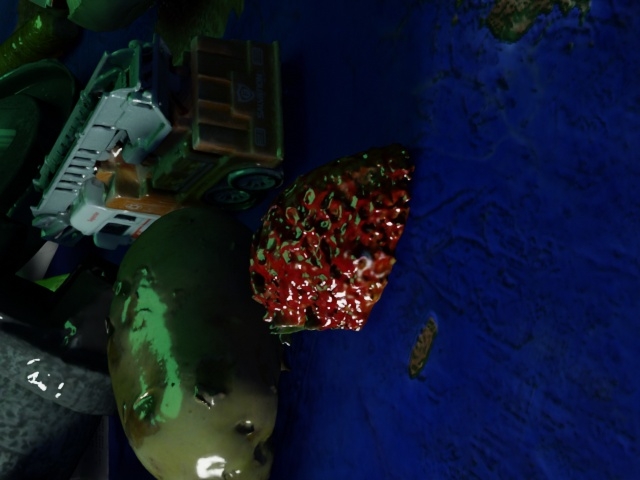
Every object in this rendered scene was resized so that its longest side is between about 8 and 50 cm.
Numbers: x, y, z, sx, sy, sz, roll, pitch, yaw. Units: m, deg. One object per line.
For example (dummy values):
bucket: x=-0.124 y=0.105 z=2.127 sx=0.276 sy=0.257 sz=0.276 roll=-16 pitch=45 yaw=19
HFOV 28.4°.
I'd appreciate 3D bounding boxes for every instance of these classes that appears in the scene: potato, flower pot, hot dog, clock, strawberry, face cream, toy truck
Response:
potato: x=-0.108 y=0.099 z=1.121 sx=0.165 sy=0.165 sz=0.262 roll=-40 pitch=54 yaw=52
flower pot: x=-0.338 y=0.128 z=1.358 sx=0.283 sy=0.299 sz=0.299 roll=-58 pitch=31 yaw=1
hot dog: x=-0.436 y=-0.288 z=1.913 sx=0.289 sy=0.083 sz=0.068 roll=-12 pitch=92 yaw=61
clock: x=-0.446 y=-0.073 z=1.684 sx=0.386 sy=0.076 sz=0.386 roll=-28 pitch=39 yaw=25
strawberry: x=-0.001 y=0.003 z=1.019 sx=0.192 sy=0.085 sz=0.140 roll=-27 pitch=58 yaw=55
face cream: x=-0.422 y=0.033 z=1.830 sx=0.244 sy=0.058 sz=0.092 roll=124 pitch=138 yaw=-50
toy truck: x=-0.174 y=-0.086 z=1.253 sx=0.338 sy=0.184 sz=0.133 roll=-33 pitch=55 yaw=55

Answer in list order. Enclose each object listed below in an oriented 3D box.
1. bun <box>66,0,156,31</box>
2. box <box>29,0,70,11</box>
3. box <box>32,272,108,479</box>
bun: x=-0.211 y=-0.370 z=1.434 sx=0.287 sy=0.146 sz=0.287 roll=-173 pitch=90 yaw=-68
box: x=-0.405 y=-0.415 z=1.909 sx=0.229 sy=0.050 sz=0.123 roll=34 pitch=114 yaw=59
box: x=-0.348 y=0.179 z=1.551 sx=0.175 sy=0.062 sz=0.260 roll=-13 pitch=69 yaw=22
